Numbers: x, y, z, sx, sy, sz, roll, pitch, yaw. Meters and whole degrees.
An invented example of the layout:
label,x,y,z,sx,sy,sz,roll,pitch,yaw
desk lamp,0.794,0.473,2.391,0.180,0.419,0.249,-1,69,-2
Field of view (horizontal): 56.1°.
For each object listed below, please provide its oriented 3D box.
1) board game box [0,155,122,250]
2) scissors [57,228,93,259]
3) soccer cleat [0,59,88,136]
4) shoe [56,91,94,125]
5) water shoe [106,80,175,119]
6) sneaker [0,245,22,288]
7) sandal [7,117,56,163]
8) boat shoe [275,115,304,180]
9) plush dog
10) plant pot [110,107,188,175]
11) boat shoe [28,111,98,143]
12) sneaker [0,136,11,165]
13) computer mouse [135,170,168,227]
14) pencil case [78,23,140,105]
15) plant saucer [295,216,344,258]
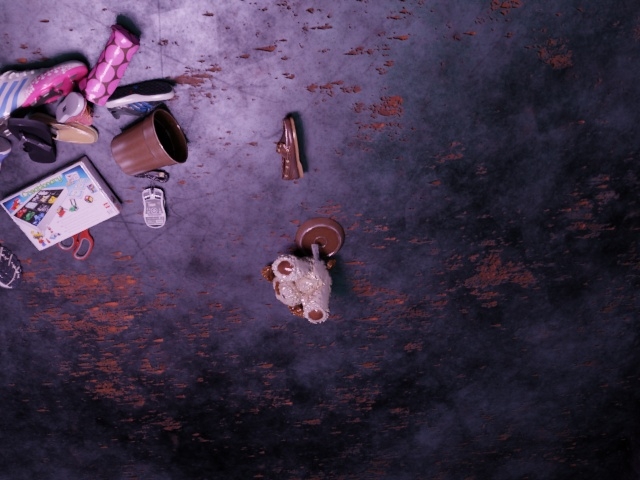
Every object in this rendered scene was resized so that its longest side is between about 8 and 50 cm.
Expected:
label,x,y,z,sx,sy,sz,roll,pitch,yaw
board game box,-0.792,-0.109,1.840,0.305,0.053,0.193,-23,118,12
scissors,-0.745,-0.061,1.912,0.109,0.021,0.297,29,115,-17
soccer cleat,-0.793,-0.417,1.617,0.331,0.116,0.143,-32,92,3
shoe,-0.656,-0.359,1.644,0.081,0.178,0.064,0,85,-40
water shoe,-0.502,-0.394,1.694,0.203,0.073,0.080,-6,142,6
sneaker,-1.091,0.057,1.922,0.122,0.110,0.283,-24,122,31
sandal,-0.787,-0.265,1.663,0.097,0.055,0.254,-1,163,-7
boat shoe,-0.098,-0.270,1.802,0.073,0.073,0.207,-9,124,-2
plush dog,-0.072,0.144,2.031,0.225,0.210,0.262,-23,106,42
plant pot,-0.495,-0.270,1.721,0.165,0.167,0.167,-19,124,17
boat shoe,-0.738,-0.308,1.715,0.189,0.072,0.068,10,122,-12
sneaker,-1.061,-0.230,1.703,0.315,0.127,0.182,15,118,-17
computer mouse,-0.523,-0.131,1.874,0.106,0.042,0.193,-2,118,-10
pencil case,-0.566,-0.469,1.603,0.209,0.098,0.095,-51,158,16
plant saucer,0.000,0.000,2.018,0.168,0.029,0.169,-3,124,-5
